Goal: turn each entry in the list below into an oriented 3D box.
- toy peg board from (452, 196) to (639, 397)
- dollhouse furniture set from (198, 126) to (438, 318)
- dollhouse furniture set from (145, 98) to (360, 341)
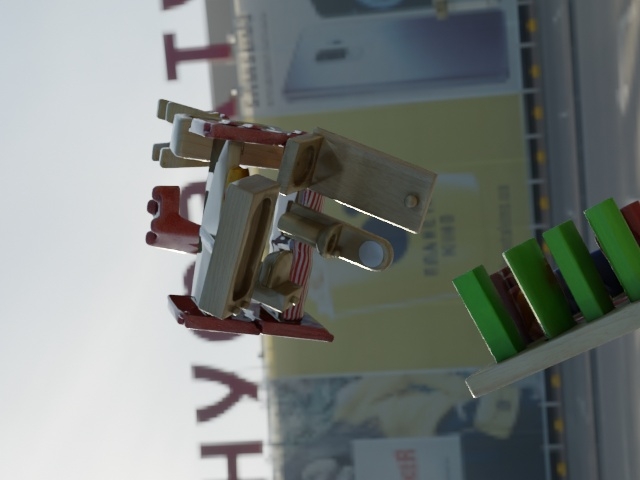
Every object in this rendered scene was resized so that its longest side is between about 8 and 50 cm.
[{"bbox_3d":[0.183,0.022,0.815,0.161,0.161,0.079,-21,-97,-53],"label":"toy peg board"},{"bbox_3d":[0.000,0.000,1.029,0.151,0.123,0.144,-26,-44,-62],"label":"dollhouse furniture set"},{"bbox_3d":[-0.091,-0.034,1.307,0.374,0.152,0.201,-147,64,-72],"label":"dollhouse furniture set"}]
